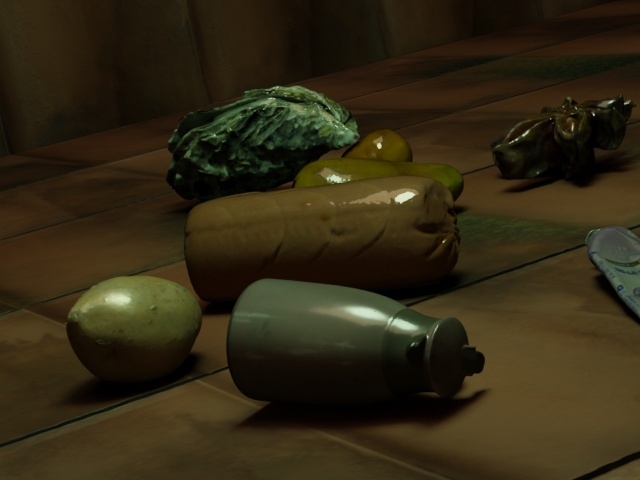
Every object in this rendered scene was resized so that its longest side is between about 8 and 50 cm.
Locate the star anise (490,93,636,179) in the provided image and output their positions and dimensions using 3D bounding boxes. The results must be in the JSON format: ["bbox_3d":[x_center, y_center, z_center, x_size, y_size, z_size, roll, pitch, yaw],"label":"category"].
[{"bbox_3d":[0.314,-0.127,2.044,0.220,0.099,0.214,-29,7,-42],"label":"star anise"}]

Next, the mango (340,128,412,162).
[{"bbox_3d":[0.077,-0.104,2.176,0.105,0.084,0.159,-27,-3,-2],"label":"mango"}]

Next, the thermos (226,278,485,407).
[{"bbox_3d":[0.038,0.091,1.290,0.193,0.105,0.137,2,-14,33],"label":"thermos"}]

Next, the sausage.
[{"bbox_3d":[0.001,0.000,1.659,0.304,0.121,0.121,-6,13,24],"label":"sausage"}]

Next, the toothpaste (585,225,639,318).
[{"bbox_3d":[0.298,0.030,1.425,0.075,0.048,0.301,-26,12,0],"label":"toothpaste"}]

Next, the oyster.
[{"bbox_3d":[-0.083,-0.138,2.238,0.351,0.158,0.162,-11,1,37],"label":"oyster"}]

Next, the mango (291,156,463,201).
[{"bbox_3d":[0.069,-0.058,1.928,0.228,0.099,0.136,-7,5,-23],"label":"mango"}]

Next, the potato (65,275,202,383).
[{"bbox_3d":[-0.175,0.084,1.482,0.112,0.112,0.147,-2,8,35],"label":"potato"}]
